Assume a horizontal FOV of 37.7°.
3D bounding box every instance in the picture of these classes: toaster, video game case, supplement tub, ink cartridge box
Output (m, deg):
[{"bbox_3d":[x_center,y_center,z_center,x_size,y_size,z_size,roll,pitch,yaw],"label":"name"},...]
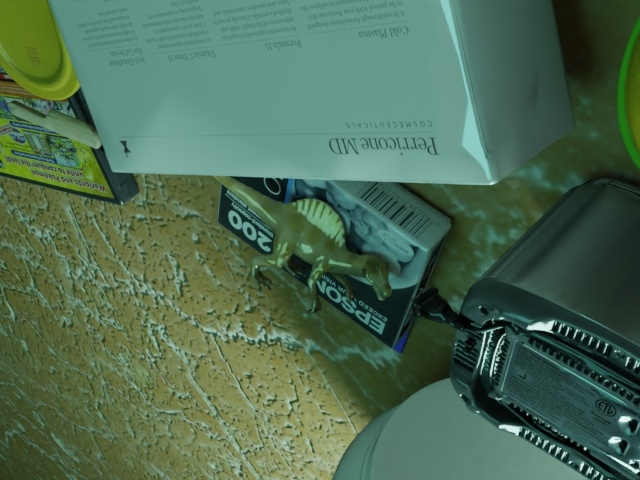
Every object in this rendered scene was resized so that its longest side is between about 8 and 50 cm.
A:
[{"bbox_3d":[0.184,0.058,0.562,0.227,0.146,0.129,30,143,25],"label":"toaster"},{"bbox_3d":[-0.338,-0.167,1.039,0.275,0.035,0.248,13,134,41],"label":"video game case"},{"bbox_3d":[0.103,0.271,0.807,0.228,0.228,0.316,38,146,15],"label":"supplement tub"},{"bbox_3d":[0.000,0.000,0.812,0.206,0.045,0.208,36,147,17],"label":"ink cartridge box"}]

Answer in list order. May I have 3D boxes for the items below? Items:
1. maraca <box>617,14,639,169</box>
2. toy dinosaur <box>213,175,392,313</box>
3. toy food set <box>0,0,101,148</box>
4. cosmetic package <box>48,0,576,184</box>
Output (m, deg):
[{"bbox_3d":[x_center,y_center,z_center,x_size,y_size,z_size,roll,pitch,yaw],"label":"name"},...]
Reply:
[{"bbox_3d":[0.213,-0.093,0.421,0.127,0.099,0.185,36,120,14],"label":"maraca"},{"bbox_3d":[-0.020,-0.001,0.760,0.183,0.053,0.092,32,129,9],"label":"toy dinosaur"},{"bbox_3d":[-0.247,-0.205,0.855,0.128,0.071,0.217,16,132,28],"label":"toy food set"},{"bbox_3d":[-0.048,-0.184,0.590,0.377,0.097,0.284,7,118,46],"label":"cosmetic package"}]
